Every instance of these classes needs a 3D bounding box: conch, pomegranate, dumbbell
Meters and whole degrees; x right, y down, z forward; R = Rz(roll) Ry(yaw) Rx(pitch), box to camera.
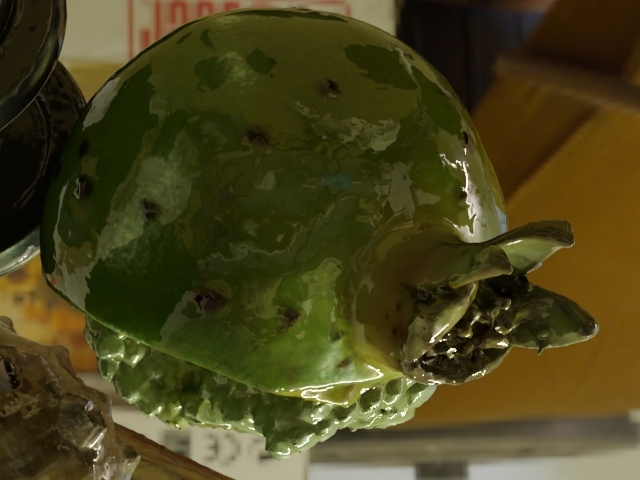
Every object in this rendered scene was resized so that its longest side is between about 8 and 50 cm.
[{"bbox_3d":[-0.253,0.142,1.289,0.263,0.186,0.324,43,-177,25],"label":"conch"},{"bbox_3d":[0.000,0.000,0.976,0.341,0.260,0.260,12,-178,45],"label":"pomegranate"},{"bbox_3d":[-0.230,-0.085,1.016,0.192,0.192,0.290,-1,151,0],"label":"dumbbell"}]

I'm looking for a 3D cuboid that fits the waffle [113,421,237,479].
[{"bbox_3d":[-0.256,0.272,1.604,0.376,0.261,0.114,27,179,-14],"label":"waffle"}]
